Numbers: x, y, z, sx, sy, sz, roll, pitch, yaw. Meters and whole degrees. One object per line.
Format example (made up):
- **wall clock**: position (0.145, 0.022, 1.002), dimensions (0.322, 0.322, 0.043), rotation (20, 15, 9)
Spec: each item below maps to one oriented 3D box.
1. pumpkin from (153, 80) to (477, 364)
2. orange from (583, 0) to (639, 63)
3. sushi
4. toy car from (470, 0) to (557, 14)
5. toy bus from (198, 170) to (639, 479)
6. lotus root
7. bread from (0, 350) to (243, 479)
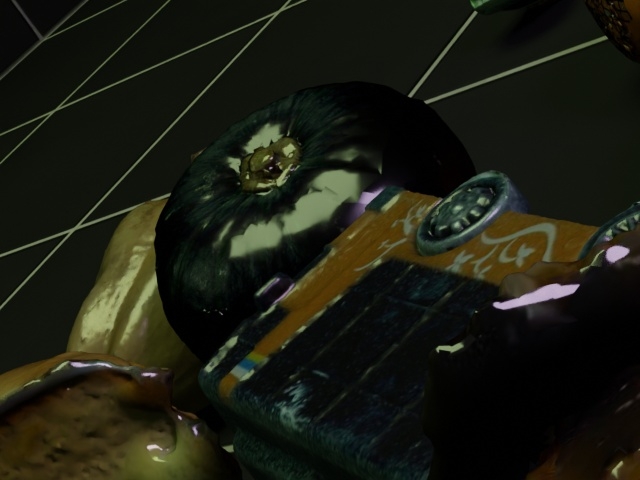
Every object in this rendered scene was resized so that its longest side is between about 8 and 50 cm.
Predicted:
- **pumpkin**: position (0.000, 0.000, 1.140), dimensions (0.233, 0.163, 0.233), rotation (-17, 39, 14)
- **orange**: position (0.296, -0.229, 1.235), dimensions (0.234, 0.182, 0.234), rotation (-37, 6, 4)
- **sushi**: position (0.134, 0.113, 0.518), dimensions (0.213, 0.200, 0.204), rotation (-37, 41, -10)
- **toy car**: position (0.204, -0.250, 1.609), dimensions (0.093, 0.058, 0.186), rotation (-20, 12, 38)
- **toy bus**: position (0.091, 0.087, 0.829), dimensions (0.194, 0.162, 0.323), rotation (-43, 22, -15)
- **lotus root**: position (-0.111, 0.053, 1.284), dimensions (0.154, 0.140, 0.257), rotation (-9, 37, 39)
- **bread**: position (-0.163, 0.157, 1.082), dimensions (0.251, 0.174, 0.133), rotation (-35, 15, 14)
